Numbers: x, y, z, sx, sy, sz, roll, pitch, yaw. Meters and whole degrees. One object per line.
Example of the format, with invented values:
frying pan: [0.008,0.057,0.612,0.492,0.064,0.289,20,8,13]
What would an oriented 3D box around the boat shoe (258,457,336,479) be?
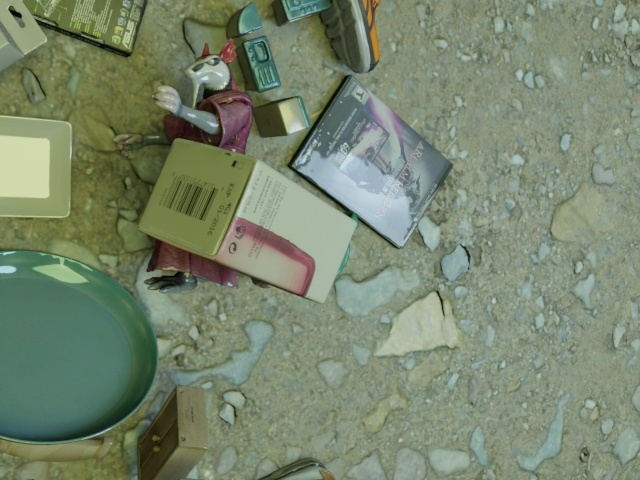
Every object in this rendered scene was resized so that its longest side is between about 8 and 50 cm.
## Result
boat shoe: [-0.105,0.484,1.148,0.302,0.103,0.113,-27,107,-19]

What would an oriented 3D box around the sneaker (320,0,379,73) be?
sneaker: [0.085,-0.451,1.101,0.180,0.125,0.320,-21,105,-20]

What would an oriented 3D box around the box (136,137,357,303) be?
box: [-0.086,-0.019,0.851,0.232,0.149,0.126,29,81,-53]

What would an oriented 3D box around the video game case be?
video game case: [0.099,-0.136,1.205,0.274,0.026,0.196,35,82,-24]

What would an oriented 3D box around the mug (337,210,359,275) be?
mug: [-0.009,0.000,1.132,0.130,0.097,0.157,30,84,-25]

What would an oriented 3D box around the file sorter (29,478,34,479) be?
file sorter: [-0.462,0.499,0.885,0.202,0.291,0.182,-13,105,-23]

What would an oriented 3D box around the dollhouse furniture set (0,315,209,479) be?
dollhouse furniture set: [-0.357,0.290,0.933,0.356,0.303,0.173,15,127,-28]

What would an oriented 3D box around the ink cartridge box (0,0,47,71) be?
ink cartridge box: [-0.469,-0.263,0.868,0.181,0.061,0.104,-34,92,-4]

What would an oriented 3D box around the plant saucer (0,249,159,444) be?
plant saucer: [-0.379,0.142,0.901,0.318,0.317,0.043,17,126,-26]

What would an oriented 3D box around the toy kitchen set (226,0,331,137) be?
toy kitchen set: [-0.036,-0.290,1.067,0.166,0.122,0.207,-24,106,-20]

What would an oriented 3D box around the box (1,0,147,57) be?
box: [-0.338,-0.388,0.958,0.184,0.045,0.190,15,91,-23]

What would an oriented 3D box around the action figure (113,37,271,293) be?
action figure: [-0.149,-0.106,0.971,0.276,0.248,0.369,10,95,-27]

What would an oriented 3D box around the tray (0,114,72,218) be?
tray: [-0.493,-0.106,0.931,0.271,0.030,0.145,1,96,-25]
